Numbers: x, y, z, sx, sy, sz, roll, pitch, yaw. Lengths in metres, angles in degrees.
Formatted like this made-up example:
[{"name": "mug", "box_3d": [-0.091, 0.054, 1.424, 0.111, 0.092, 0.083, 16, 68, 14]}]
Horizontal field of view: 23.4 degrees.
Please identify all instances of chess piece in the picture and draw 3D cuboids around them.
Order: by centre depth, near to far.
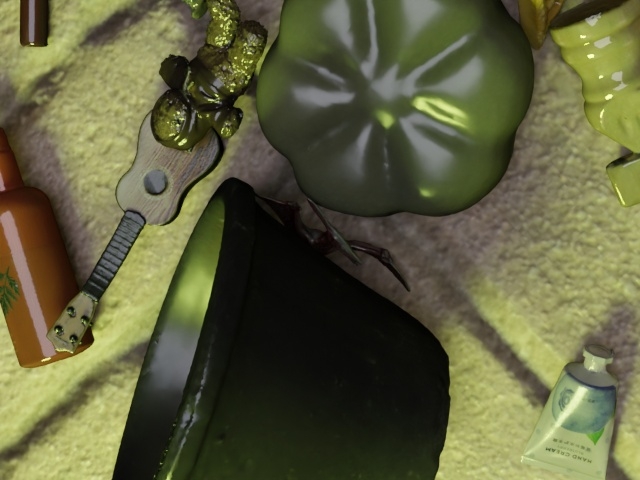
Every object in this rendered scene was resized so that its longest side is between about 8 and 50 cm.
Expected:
[{"name": "chess piece", "box_3d": [0.289, -0.127, 1.437, 0.090, 0.090, 0.200, -22, 104, 13]}]

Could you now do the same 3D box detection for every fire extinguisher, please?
[{"name": "fire extinguisher", "box_3d": [-0.287, -0.281, 1.544, 0.035, 0.049, 0.173, 4, 98, 18]}]

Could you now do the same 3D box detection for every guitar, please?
[{"name": "guitar", "box_3d": [-0.190, -0.007, 1.532, 0.084, 0.038, 0.271, 29, 87, 8]}]

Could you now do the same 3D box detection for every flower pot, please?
[{"name": "flower pot", "box_3d": [-0.031, 0.145, 1.428, 0.251, 0.379, 0.379, 16, 100, -10]}]

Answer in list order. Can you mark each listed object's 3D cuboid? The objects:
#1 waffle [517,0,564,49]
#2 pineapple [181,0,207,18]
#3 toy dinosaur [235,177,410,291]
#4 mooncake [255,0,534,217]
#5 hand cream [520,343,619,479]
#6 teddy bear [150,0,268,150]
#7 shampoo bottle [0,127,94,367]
[{"name": "waffle", "box_3d": [0.245, -0.284, 1.448, 0.032, 0.125, 0.191, 29, 74, 22]}, {"name": "pineapple", "box_3d": [-0.058, -0.373, 1.435, 0.175, 0.175, 0.361, 31, 109, 6]}, {"name": "toy dinosaur", "box_3d": [0.000, -0.001, 1.492, 0.220, 0.108, 0.032, 29, 72, -23]}, {"name": "mooncake", "box_3d": [0.067, -0.146, 1.447, 0.275, 0.135, 0.274, 2, 102, 12]}, {"name": "hand cream", "box_3d": [0.252, 0.168, 1.494, 0.084, 0.053, 0.142, 16, 110, 8]}, {"name": "teddy bear", "box_3d": [-0.102, -0.156, 1.487, 0.119, 0.078, 0.160, 49, 115, 30]}, {"name": "shampoo bottle", "box_3d": [-0.303, 0.005, 1.566, 0.085, 0.085, 0.244, -18, 92, 13]}]
